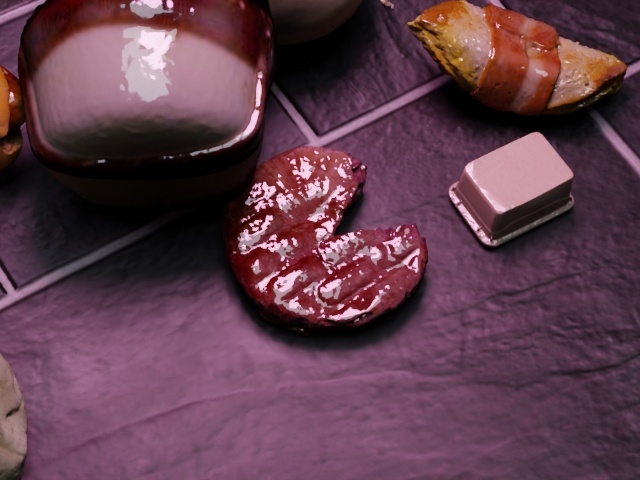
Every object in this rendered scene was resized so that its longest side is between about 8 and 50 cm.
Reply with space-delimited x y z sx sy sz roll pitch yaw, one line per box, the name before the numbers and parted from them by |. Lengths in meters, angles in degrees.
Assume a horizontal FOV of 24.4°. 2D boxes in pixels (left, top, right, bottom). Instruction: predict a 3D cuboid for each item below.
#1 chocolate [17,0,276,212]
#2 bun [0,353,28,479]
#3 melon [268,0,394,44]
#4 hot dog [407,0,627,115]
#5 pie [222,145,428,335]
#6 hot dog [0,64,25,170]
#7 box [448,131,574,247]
chocolate | -0.161 -0.134 1.504 0.283 0.283 0.186 -10 67 -10
bun | -0.377 0.174 1.380 0.204 0.126 0.212 -8 60 -11
melon | -0.069 -0.343 1.634 0.308 0.272 0.272 10 59 -5
hot dog | 0.213 -0.197 1.667 0.261 0.093 0.123 21 50 -10
pie | 0.000 0.000 1.555 0.204 0.054 0.219 -19 65 -15
hot dog | -0.405 -0.185 1.550 0.107 0.194 0.326 -39 82 -17
box | 0.211 -0.059 1.600 0.122 0.062 0.089 -25 65 -19
